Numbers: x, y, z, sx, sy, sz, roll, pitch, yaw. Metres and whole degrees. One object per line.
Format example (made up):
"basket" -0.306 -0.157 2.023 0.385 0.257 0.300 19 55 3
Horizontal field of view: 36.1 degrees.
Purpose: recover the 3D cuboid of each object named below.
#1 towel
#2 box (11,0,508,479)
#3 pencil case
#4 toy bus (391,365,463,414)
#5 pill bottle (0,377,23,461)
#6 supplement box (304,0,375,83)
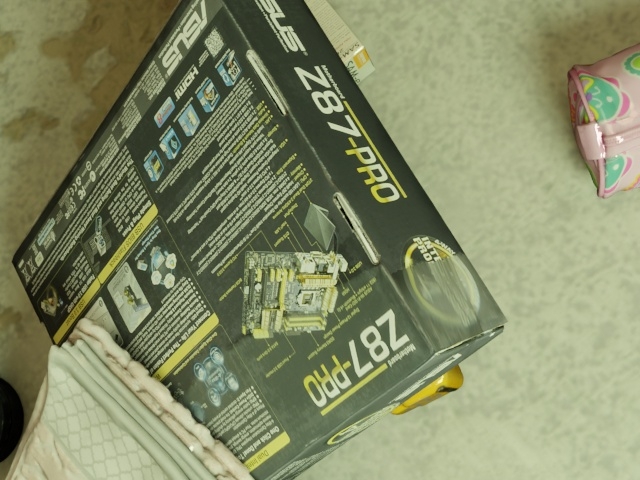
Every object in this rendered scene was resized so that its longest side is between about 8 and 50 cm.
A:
"towel" -0.135 0.274 0.798 0.332 0.053 0.317 40 128 18
"box" -0.085 0.036 0.783 0.395 0.097 0.318 -45 67 40
"pencil case" 0.347 -0.121 0.789 0.284 0.124 0.124 -13 77 13
"toy bus" 0.000 0.000 0.863 0.130 0.108 0.333 -28 75 9
"pill bottle" -0.362 0.161 0.869 0.122 0.219 0.123 -3 80 14
"supplement box" 0.005 -0.195 0.920 0.036 0.062 0.098 -38 73 4
